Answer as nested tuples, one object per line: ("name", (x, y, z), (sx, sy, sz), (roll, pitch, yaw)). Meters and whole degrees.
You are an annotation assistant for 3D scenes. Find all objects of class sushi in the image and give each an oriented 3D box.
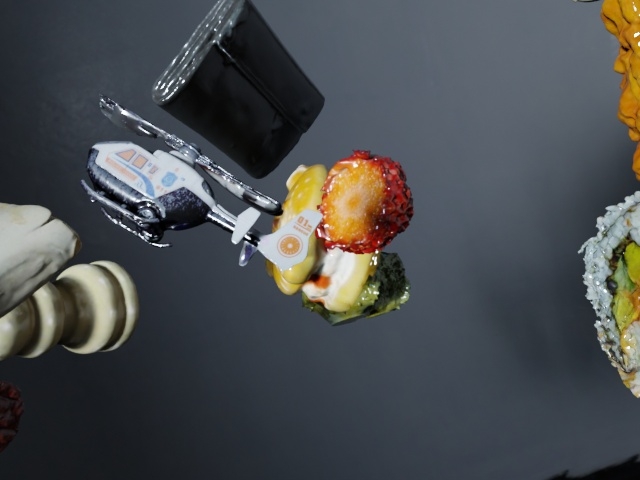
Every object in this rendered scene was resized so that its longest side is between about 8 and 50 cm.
("sushi", (0.655, 0.101, 1.355), (0.417, 0.176, 0.417), (-179, 90, -77))

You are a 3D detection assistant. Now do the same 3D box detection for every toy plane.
("toy plane", (-0.097, -0.031, 0.513), (0.197, 0.078, 0.053), (28, 162, 11))

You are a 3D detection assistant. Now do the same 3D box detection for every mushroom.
("mushroom", (-0.469, 0.088, 0.785), (0.154, 0.407, 0.137), (25, 140, 32))

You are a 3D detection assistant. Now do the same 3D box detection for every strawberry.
("strawberry", (0.061, -0.048, 0.956), (0.145, 0.086, 0.145), (-6, 81, 38))

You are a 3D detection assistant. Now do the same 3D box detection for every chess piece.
("chess piece", (-0.462, 0.124, 1.181), (0.299, 0.167, 0.167), (-4, -107, -59))

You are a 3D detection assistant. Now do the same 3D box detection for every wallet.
("wallet", (-0.130, -0.261, 1.303), (0.062, 0.228, 0.406), (41, -177, 22))

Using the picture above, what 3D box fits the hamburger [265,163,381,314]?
("hamburger", (0.000, 0.000, 1.296), (0.303, 0.186, 0.261), (-94, 21, -60))

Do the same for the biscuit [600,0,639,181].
("biscuit", (0.578, -0.251, 0.999), (0.110, 0.318, 0.312), (-36, -66, -68))

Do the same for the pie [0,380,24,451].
("pie", (-0.536, 0.288, 1.128), (0.038, 0.153, 0.153), (22, 140, 28))

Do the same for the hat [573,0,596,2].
("hat", (0.631, -0.554, 1.512), (0.166, 0.173, 0.144), (-101, 28, -67))

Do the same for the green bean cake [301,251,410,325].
("green bean cake", (0.091, 0.108, 1.783), (0.310, 0.285, 0.202), (101, 166, -79))
